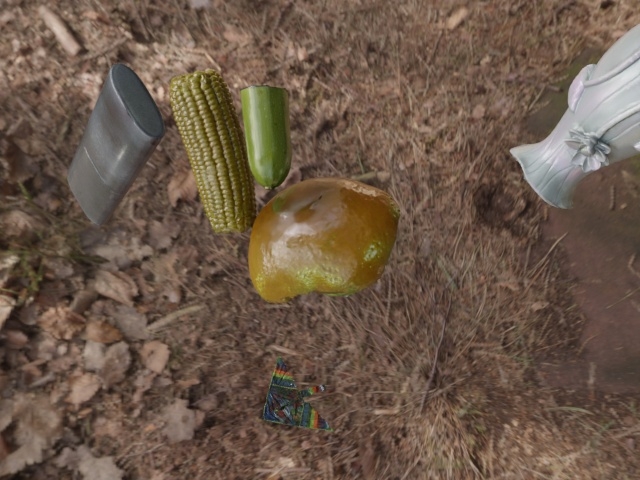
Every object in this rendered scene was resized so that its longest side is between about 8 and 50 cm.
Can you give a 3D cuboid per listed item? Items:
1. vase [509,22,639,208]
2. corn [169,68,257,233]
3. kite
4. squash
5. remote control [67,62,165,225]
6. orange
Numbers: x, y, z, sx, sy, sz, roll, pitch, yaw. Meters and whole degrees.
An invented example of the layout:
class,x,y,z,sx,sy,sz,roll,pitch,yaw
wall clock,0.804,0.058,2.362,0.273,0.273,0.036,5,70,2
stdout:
class,x,y,z,sx,sy,sz,roll,pitch,yaw
vase,0.610,-0.257,1.643,0.445,0.250,0.250,-44,74,31
corn,-0.215,-0.182,1.653,0.131,0.131,0.345,-13,102,6
kite,-0.035,0.198,0.994,0.090,0.004,0.122,-24,60,-18
squash,-0.098,-0.187,1.470,0.095,0.095,0.188,-3,92,8
remote control,-0.294,-0.118,1.107,0.044,0.377,0.107,-25,86,-29
orange,-0.006,-0.005,1.572,0.334,0.196,0.263,-3,56,27
